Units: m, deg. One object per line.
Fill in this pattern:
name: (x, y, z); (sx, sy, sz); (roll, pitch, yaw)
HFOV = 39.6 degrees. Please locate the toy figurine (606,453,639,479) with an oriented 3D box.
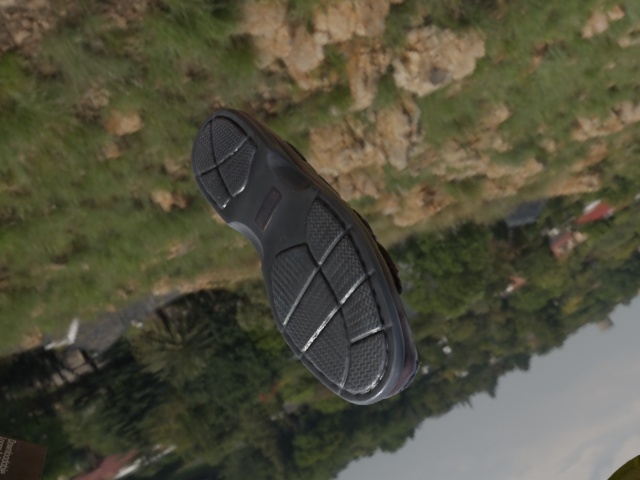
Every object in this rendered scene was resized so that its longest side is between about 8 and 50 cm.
toy figurine: (0.091, 0.274, 0.407); (0.217, 0.191, 0.362); (19, 104, -44)

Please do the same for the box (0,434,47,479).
box: (-0.327, 0.197, 0.778); (0.116, 0.162, 0.029); (-128, -120, -71)

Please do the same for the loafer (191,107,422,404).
loafer: (0.000, 0.000, 0.720); (0.095, 0.302, 0.109); (7, 128, -46)
